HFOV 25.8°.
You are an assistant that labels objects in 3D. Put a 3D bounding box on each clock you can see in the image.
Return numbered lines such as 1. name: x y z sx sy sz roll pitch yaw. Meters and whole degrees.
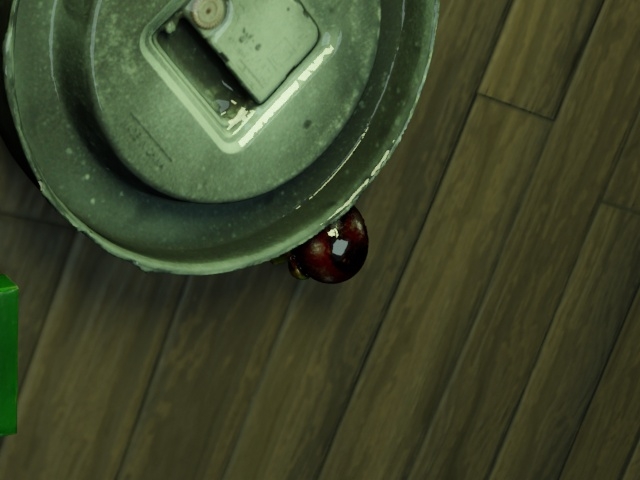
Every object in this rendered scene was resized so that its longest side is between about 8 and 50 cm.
1. clock: -0.076 -0.162 1.074 0.386 0.076 0.386 -18 121 -32

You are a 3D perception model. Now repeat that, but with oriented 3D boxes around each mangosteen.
1. mangosteen: 0.003 -0.001 1.211 0.081 0.081 0.081 -17 121 -32

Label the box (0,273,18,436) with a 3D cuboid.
1. box: -0.336 0.106 1.024 0.235 0.034 0.132 -11 118 -35
